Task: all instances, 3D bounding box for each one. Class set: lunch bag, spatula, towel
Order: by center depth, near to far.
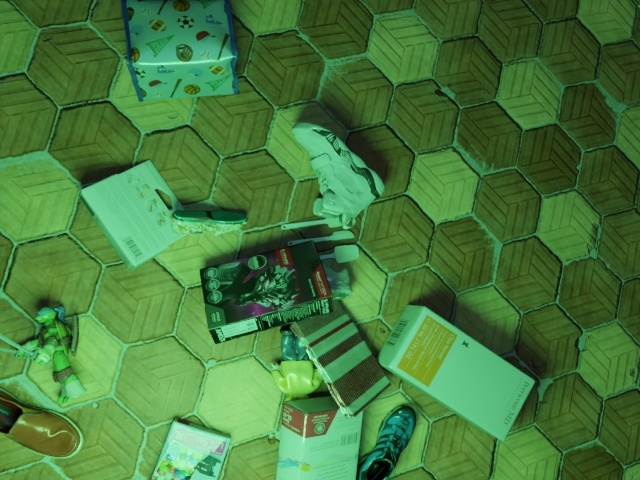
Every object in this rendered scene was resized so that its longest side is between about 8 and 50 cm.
[{"bbox_3d":[-0.430,-0.654,1.628,0.328,0.239,0.385,-6,70,-11],"label":"lunch bag"},{"bbox_3d":[0.067,0.355,1.640,0.237,0.037,0.329,-21,75,-50],"label":"towel"},{"bbox_3d":[0.000,0.000,1.758,0.242,0.019,0.168,-9,88,-12],"label":"spatula"}]

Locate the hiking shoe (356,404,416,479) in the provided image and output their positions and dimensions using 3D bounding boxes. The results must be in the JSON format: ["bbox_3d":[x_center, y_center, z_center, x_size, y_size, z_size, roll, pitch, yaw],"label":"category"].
[{"bbox_3d":[0.222,0.668,1.683,0.113,0.132,0.304,36,79,-6],"label":"hiking shoe"}]

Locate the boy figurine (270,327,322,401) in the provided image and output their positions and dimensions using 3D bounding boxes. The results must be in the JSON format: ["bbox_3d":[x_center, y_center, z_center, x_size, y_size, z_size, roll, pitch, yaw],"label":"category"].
[{"bbox_3d":[-0.066,0.418,1.670,0.177,0.092,0.285,-3,86,-12],"label":"boy figurine"}]

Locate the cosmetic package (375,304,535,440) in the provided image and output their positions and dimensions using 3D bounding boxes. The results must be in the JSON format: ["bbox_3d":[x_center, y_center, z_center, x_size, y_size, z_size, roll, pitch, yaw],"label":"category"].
[{"bbox_3d":[0.434,0.424,1.736,0.453,0.161,0.230,33,79,-8],"label":"cosmetic package"}]

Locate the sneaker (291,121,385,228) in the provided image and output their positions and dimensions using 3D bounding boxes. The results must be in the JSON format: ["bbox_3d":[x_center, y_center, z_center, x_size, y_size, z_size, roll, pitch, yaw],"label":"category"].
[{"bbox_3d":[0.020,-0.207,1.715,0.366,0.137,0.210,39,73,-9],"label":"sneaker"}]

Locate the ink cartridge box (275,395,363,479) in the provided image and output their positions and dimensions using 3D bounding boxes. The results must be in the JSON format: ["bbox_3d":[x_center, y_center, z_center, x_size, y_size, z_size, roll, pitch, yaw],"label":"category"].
[{"bbox_3d":[-0.005,0.634,1.587,0.226,0.131,0.306,7,91,-38],"label":"ink cartridge box"}]

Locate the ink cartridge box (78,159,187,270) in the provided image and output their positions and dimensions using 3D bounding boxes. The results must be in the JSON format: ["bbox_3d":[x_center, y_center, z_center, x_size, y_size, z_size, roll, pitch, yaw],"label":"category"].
[{"bbox_3d":[-0.555,-0.083,1.634,0.239,0.060,0.275,-36,93,-37],"label":"ink cartridge box"}]

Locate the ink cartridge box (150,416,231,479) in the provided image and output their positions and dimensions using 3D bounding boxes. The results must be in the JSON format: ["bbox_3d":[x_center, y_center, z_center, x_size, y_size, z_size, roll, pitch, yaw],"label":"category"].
[{"bbox_3d":[-0.407,0.712,1.589,0.186,0.065,0.311,21,83,-9],"label":"ink cartridge box"}]

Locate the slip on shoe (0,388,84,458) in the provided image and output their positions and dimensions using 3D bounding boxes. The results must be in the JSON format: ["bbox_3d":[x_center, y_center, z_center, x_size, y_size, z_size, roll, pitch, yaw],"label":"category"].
[{"bbox_3d":[-0.831,0.521,1.499,0.331,0.101,0.123,32,78,-8],"label":"slip on shoe"}]

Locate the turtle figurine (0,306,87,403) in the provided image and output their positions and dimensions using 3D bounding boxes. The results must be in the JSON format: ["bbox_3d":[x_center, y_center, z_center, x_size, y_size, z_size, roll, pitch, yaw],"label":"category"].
[{"bbox_3d":[-0.787,0.339,1.480,0.198,0.275,0.266,-23,95,21],"label":"turtle figurine"}]

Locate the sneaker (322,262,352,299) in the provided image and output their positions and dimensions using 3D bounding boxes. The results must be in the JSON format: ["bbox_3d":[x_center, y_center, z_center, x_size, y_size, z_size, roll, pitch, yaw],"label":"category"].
[{"bbox_3d":[-0.014,0.129,1.720,0.232,0.090,0.115,3,60,-5],"label":"sneaker"}]

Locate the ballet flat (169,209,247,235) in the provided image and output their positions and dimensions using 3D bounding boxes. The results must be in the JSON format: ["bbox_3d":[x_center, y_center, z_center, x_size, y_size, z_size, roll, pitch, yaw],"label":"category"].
[{"bbox_3d":[-0.351,-0.052,1.661,0.241,0.091,0.077,3,123,-22],"label":"ballet flat"}]

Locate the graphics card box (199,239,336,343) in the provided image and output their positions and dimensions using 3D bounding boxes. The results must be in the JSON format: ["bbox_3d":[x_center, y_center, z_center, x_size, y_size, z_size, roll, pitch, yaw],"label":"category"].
[{"bbox_3d":[-0.163,0.149,1.598,0.371,0.094,0.232,-15,50,-5],"label":"graphics card box"}]
